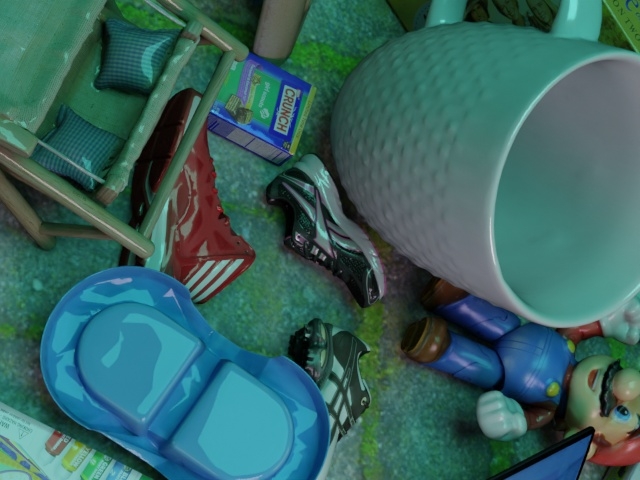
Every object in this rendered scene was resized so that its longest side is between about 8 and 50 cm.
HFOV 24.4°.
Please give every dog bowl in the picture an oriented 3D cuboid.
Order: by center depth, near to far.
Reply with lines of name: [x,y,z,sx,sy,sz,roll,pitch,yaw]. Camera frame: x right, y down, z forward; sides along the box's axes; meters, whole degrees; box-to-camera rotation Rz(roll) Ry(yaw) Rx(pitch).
dog bowl: [-0.132,0.151,1.434,0.297,0.074,0.166,35,75,0]

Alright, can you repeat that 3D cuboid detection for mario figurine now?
mario figurine: [0.264,0.133,1.618,0.321,0.170,0.198,28,99,-9]

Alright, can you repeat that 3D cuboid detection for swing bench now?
swing bench: [-0.238,-0.156,1.399,0.254,0.165,0.253,46,57,-43]

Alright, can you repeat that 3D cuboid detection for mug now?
mug: [0.179,-0.137,1.519,0.276,0.328,0.374,1,106,-37]

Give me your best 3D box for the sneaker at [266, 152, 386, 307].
sneaker: [0.000,0.000,1.596,0.077,0.072,0.178,-29,82,-19]

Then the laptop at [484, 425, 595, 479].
laptop: [0.221,0.365,1.551,0.234,0.136,0.264,-21,85,-29]

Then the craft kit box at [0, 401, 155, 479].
craft kit box: [-0.265,0.306,1.371,0.250,0.061,0.246,30,67,-16]

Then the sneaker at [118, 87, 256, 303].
sneaker: [-0.126,-0.038,1.537,0.128,0.087,0.221,20,79,-30]

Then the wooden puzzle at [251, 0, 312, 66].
wooden puzzle: [0.009,-0.395,1.573,0.080,0.322,0.347,25,65,1]

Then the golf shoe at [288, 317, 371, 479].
golf shoe: [0.013,0.182,1.535,0.094,0.077,0.198,14,71,-23]

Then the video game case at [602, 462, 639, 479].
video game case: [0.457,0.324,1.728,0.269,0.061,0.244,42,63,-11]

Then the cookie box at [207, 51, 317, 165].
cookie box: [-0.068,-0.147,1.609,0.107,0.040,0.091,26,64,-19]

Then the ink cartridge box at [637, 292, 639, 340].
ink cartridge box: [0.441,0.058,1.783,0.208,0.087,0.153,28,65,-18]

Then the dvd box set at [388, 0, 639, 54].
dvd box set: [0.235,-0.225,1.633,0.062,0.308,0.420,-35,94,-30]
